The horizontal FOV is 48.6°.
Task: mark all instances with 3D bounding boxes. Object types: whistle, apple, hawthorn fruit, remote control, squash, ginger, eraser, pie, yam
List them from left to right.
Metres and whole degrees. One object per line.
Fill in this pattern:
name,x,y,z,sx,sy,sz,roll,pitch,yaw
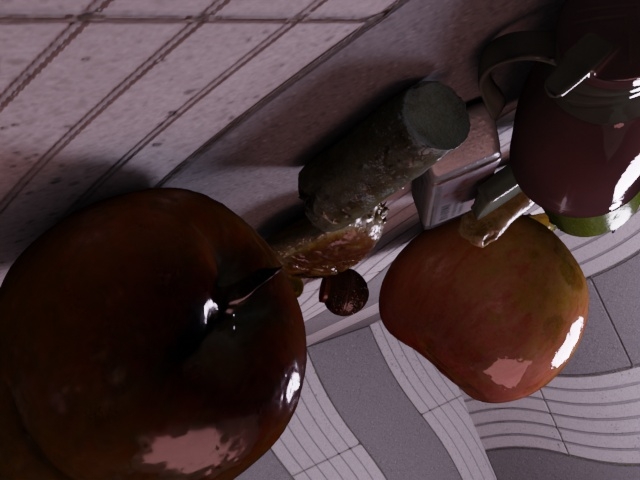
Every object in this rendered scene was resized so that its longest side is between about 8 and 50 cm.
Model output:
hawthorn fruit,-0.136,0.081,0.594,0.301,0.268,0.267,-41,160,32
whistle,-0.077,0.098,1.317,0.057,0.046,0.109,-32,-179,-29
pie,0.000,0.000,0.914,0.163,0.079,0.193,-9,163,-35
yam,0.051,-0.074,0.655,0.078,0.078,0.179,-11,165,-44
eraser,0.162,-0.078,0.884,0.089,0.061,0.352,-23,169,2
apple,0.310,0.111,1.325,0.363,0.364,0.364,-21,169,-4
ginger,0.292,-0.076,1.076,0.205,0.081,0.115,-40,-171,11
remote control,0.304,-0.117,0.862,0.285,0.038,0.123,-36,168,0
squash,0.439,-0.141,1.211,0.189,0.189,0.260,-26,132,19

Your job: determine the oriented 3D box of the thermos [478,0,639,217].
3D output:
thermos,0.234,-0.126,0.639,0.176,0.146,0.265,2,166,15

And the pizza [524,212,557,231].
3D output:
pizza,0.390,0.002,1.629,0.289,0.081,0.229,-21,163,1

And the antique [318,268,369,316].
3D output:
antique,0.050,0.104,1.434,0.104,0.104,0.104,-21,169,-4
